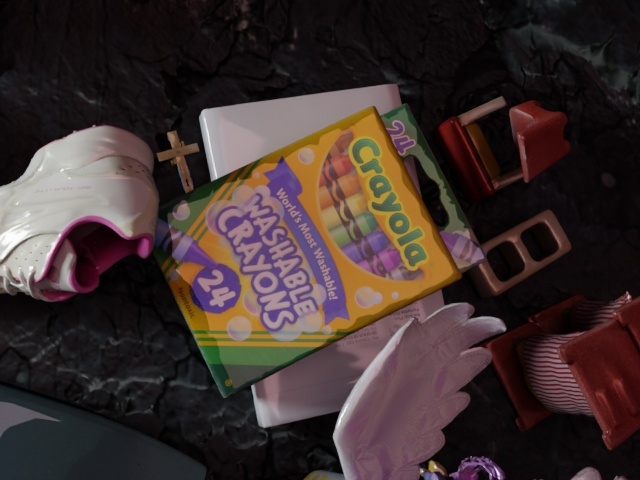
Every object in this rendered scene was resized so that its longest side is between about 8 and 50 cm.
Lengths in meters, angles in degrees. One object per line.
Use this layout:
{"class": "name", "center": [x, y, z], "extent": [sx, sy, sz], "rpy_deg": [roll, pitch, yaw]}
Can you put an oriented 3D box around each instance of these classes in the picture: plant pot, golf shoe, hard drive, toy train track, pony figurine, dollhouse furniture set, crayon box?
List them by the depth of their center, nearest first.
{"class": "pony figurine", "center": [0.079, 0.271, 0.865], "extent": [0.303, 0.363, 0.351], "rpy_deg": [46, 74, -3]}
{"class": "golf shoe", "center": [-0.292, 0.007, 0.895], "extent": [0.306, 0.115, 0.140], "rpy_deg": [-28, 60, 9]}
{"class": "plant pot", "center": [-0.242, 0.239, 0.899], "extent": [0.234, 0.166, 0.165], "rpy_deg": [18, 78, -17]}
{"class": "crayon box", "center": [0.000, 0.000, 0.974], "extent": [0.323, 0.083, 0.203], "rpy_deg": [-26, 86, -8]}
{"class": "dollhouse furniture set", "center": [0.239, 0.022, 1.028], "extent": [0.152, 0.201, 0.374], "rpy_deg": [-28, 90, -16]}
{"class": "toy train track", "center": [-0.156, -0.081, 1.044], "extent": [0.048, 0.014, 0.083], "rpy_deg": [-17, 92, -23]}
{"class": "hard drive", "center": [0.010, 0.011, 1.053], "extent": [0.233, 0.047, 0.352], "rpy_deg": [-10, 85, -15]}
